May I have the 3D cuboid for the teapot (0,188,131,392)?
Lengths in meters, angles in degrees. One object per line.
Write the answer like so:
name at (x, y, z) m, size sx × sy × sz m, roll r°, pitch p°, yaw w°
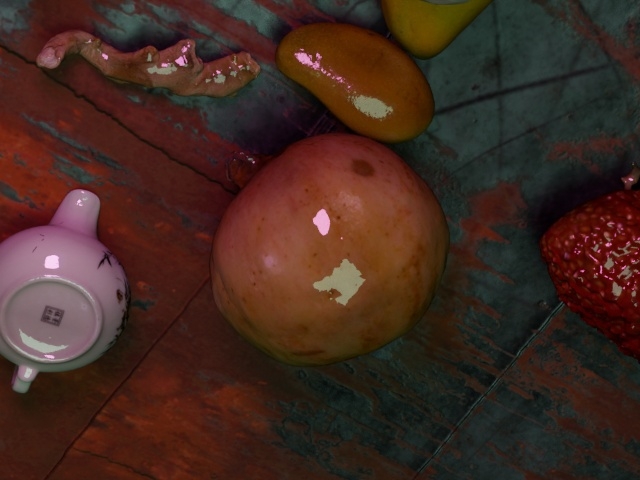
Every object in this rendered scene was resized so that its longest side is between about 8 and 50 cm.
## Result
teapot at (-0.375, 0.089, 1.798) m, size 0.208 × 0.166 × 0.300 m, roll 14°, pitch 124°, yaw -26°

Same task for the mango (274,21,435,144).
mango at (0.049, -0.210, 1.703) m, size 0.227 × 0.136 × 0.099 m, roll 27°, pitch 156°, yaw -14°

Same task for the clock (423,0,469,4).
clock at (0.148, -0.461, 1.461) m, size 0.326 × 0.342 × 0.184 m, roll -41°, pitch 151°, yaw 7°

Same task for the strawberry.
strawberry at (0.499, 0.036, 1.869) m, size 0.343 × 0.292 × 0.292 m, roll 41°, pitch 107°, yaw -13°

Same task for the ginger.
ginger at (-0.216, -0.227, 1.674) m, size 0.288 × 0.075 × 0.089 m, roll 8°, pitch 141°, yaw -20°

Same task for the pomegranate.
pomegranate at (0.000, 0.000, 1.716) m, size 0.338 × 0.338 × 0.338 m, roll -5°, pitch 121°, yaw -8°

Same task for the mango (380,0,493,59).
mango at (0.164, -0.367, 1.640) m, size 0.176 × 0.119 × 0.317 m, roll 12°, pitch 124°, yaw -16°
